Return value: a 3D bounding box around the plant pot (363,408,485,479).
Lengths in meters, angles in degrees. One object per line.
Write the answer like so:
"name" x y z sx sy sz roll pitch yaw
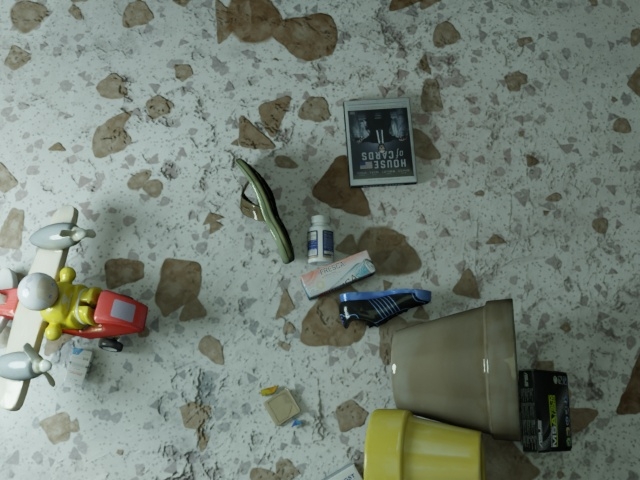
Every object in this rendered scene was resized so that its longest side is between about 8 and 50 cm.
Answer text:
"plant pot" 0.236 0.499 1.662 0.239 0.254 0.254 -3 77 15

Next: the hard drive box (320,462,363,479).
"hard drive box" 0.056 0.666 1.760 0.181 0.089 0.232 -29 79 -9

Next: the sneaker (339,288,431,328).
"sneaker" 0.162 0.170 1.886 0.232 0.081 0.090 -4 80 4

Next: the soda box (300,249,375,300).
"soda box" 0.044 0.088 1.908 0.183 0.058 0.063 -22 78 -6

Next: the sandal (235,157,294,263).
"sandal" -0.155 -0.073 1.915 0.086 0.120 0.302 -25 79 7

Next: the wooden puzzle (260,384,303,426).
"wooden puzzle" -0.094 0.407 1.855 0.079 0.014 0.116 -24 79 -2

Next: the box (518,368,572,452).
"box" 0.535 0.405 1.799 0.045 0.184 0.190 -10 72 39

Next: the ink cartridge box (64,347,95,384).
"ink cartridge box" -0.590 0.309 1.854 0.048 0.028 0.083 13 77 2

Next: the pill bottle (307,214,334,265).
"pill bottle" 0.000 0.000 1.922 0.067 0.067 0.120 0 77 -2

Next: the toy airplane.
"toy airplane" -0.649 0.141 1.764 0.384 0.272 0.386 -34 72 -14

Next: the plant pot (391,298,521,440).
"plant pot" 0.317 0.302 1.766 0.280 0.323 0.323 -4 77 15

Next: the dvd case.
"dvd case" 0.157 -0.260 2.007 0.179 0.029 0.238 -4 77 -2
